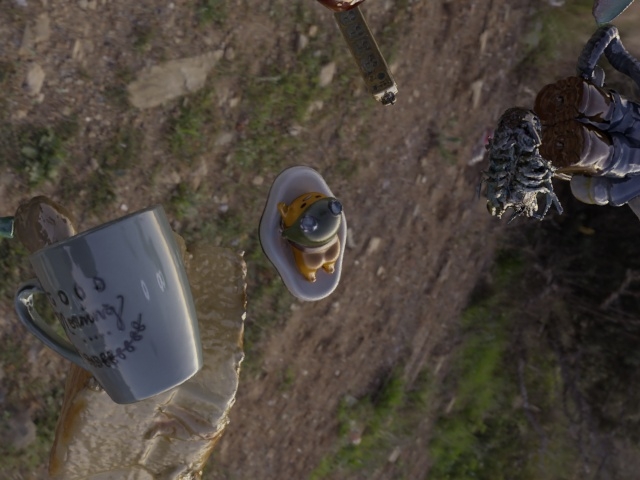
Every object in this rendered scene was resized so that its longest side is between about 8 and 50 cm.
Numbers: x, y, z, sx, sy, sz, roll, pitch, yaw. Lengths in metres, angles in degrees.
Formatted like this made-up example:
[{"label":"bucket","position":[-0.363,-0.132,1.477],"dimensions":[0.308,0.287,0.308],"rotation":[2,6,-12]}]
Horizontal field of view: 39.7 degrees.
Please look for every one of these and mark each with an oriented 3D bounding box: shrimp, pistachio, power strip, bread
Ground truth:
[{"label":"shrimp","position":[0.184,-0.069,0.792],"dimensions":[0.174,0.082,0.076],"rotation":[71,36,-64]},{"label":"pistachio","position":[-0.512,-0.015,1.670],"dimensions":[0.113,0.149,0.113],"rotation":[-21,162,-7]},{"label":"power strip","position":[0.105,-0.430,2.025],"dimensions":[0.064,0.305,0.044],"rotation":[-25,156,8]},{"label":"bread","position":[-0.300,0.220,1.575],"dimensions":[0.279,0.371,0.390],"rotation":[13,129,-17]}]

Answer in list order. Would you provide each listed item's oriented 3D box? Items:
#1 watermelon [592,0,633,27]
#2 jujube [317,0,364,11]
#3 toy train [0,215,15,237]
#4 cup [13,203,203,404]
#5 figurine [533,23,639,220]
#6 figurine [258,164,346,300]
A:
[{"label":"watermelon","position":[0.313,-0.293,0.958],"dimensions":[0.080,0.101,0.155],"rotation":[4,71,-13]},{"label":"jujube","position":[0.061,-0.549,1.633],"dimensions":[0.183,0.183,0.243],"rotation":[25,111,-46]},{"label":"toy train","position":[-0.423,0.042,0.847],"dimensions":[0.221,0.304,0.150],"rotation":[8,146,-12]},{"label":"cup","position":[-0.294,0.099,1.211],"dimensions":[0.234,0.258,0.186],"rotation":[71,22,-8]},{"label":"figurine","position":[0.420,-0.100,1.128],"dimensions":[0.382,0.186,0.261],"rotation":[10,90,-31]},{"label":"figurine","position":[0.000,0.000,1.530],"dimensions":[0.167,0.141,0.250],"rotation":[-26,111,-21]}]
